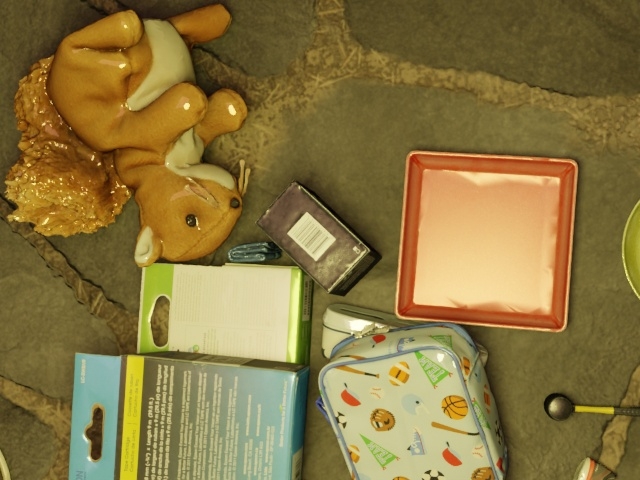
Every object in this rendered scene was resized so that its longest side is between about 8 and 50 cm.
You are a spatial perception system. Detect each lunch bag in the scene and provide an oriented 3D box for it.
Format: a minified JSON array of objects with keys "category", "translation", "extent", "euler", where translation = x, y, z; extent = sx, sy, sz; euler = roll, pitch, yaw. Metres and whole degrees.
[{"category":"lunch bag","translation":[0.131,0.262,1.712],"extent":[0.243,0.115,0.303],"euler":[-13,107,21]}]

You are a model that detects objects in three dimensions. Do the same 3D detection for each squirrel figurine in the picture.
[{"category":"squirrel figurine","translation":[-0.292,-0.133,1.825],"extent":[0.396,0.281,0.371],"euler":[-17,94,23]}]

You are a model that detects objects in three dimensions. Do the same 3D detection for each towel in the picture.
[{"category":"towel","translation":[-0.100,0.017,1.817],"extent":[0.067,0.119,0.029],"euler":[-4,90,10]}]

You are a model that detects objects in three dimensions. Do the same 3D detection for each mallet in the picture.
[{"category":"mallet","translation":[0.425,0.251,1.751],"extent":[0.189,0.062,0.039],"euler":[3,88,-4]}]

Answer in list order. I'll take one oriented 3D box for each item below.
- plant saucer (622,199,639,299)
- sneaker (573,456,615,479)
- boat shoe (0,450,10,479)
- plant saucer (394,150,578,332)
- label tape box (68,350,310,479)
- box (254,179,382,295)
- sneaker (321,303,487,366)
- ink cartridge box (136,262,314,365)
[{"category":"plant saucer","translation":[0.567,0.015,1.734],"extent":[0.240,0.037,0.241],"euler":[-1,86,11]},{"category":"sneaker","translation":[0.392,0.403,1.733],"extent":[0.064,0.061,0.158],"euler":[20,91,5]},{"category":"boat shoe","translation":[-0.630,0.310,1.911],"extent":[0.116,0.097,0.324],"euler":[-41,80,6]},{"category":"plant saucer","translation":[0.252,0.001,1.789],"extent":[0.258,0.048,0.259],"euler":[4,87,11]},{"category":"label tape box","translation":[-0.193,0.289,1.738],"extent":[0.333,0.106,0.241],"euler":[5,93,11]},{"category":"box","translation":[0.000,0.000,1.779],"extent":[0.156,0.158,0.093],"euler":[44,94,11]},{"category":"sneaker","translation":[0.124,0.168,1.792],"extent":[0.258,0.094,0.091],"euler":[14,107,16]},{"category":"ink cartridge box","translation":[-0.147,0.129,1.832],"extent":[0.255,0.097,0.189],"euler":[3,88,12]}]
